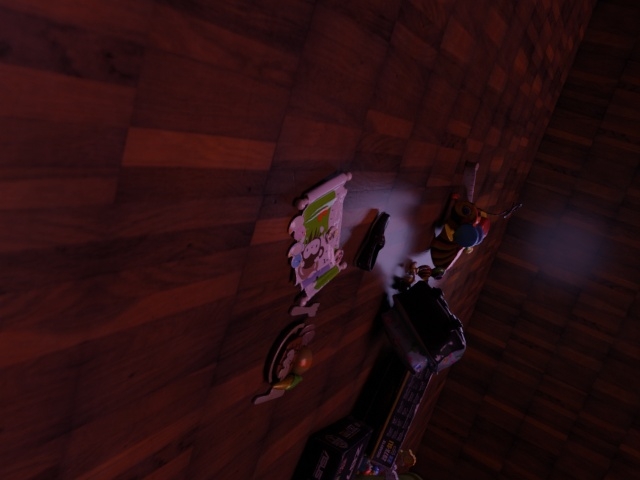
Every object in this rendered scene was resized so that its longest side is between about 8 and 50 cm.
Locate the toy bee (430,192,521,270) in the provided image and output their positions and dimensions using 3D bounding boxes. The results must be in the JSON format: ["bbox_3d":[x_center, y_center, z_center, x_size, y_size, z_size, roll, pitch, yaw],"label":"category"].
[{"bbox_3d":[0.429,-0.055,1.670,0.298,0.162,0.195,-40,164,2],"label":"toy bee"}]

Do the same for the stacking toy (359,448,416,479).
[{"bbox_3d":[0.164,0.687,1.693,0.167,0.221,0.052,7,76,-64],"label":"stacking toy"}]

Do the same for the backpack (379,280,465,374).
[{"bbox_3d":[0.280,0.248,1.493,0.191,0.225,0.253,-32,157,5],"label":"backpack"}]

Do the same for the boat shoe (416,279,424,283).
[{"bbox_3d":[0.285,0.186,1.671,0.045,0.050,0.136,-9,120,-69],"label":"boat shoe"}]

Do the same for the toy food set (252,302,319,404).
[{"bbox_3d":[-0.047,0.207,0.986,0.132,0.038,0.192,11,102,-66],"label":"toy food set"}]

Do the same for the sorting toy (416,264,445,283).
[{"bbox_3d":[0.327,0.107,1.643,0.061,0.101,0.042,-50,-143,46],"label":"sorting toy"}]

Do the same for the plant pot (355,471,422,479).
[{"bbox_3d":[0.158,0.834,1.695,0.276,0.253,0.276,-50,-152,39],"label":"plant pot"}]

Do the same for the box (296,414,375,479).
[{"bbox_3d":[-0.003,0.684,1.463,0.395,0.097,0.318,-67,161,1],"label":"box"}]

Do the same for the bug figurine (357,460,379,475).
[{"bbox_3d":[0.165,0.907,2.067,0.217,0.072,0.279,-67,157,1],"label":"bug figurine"}]

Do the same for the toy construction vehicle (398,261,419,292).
[{"bbox_3d":[0.256,0.114,1.557,0.085,0.035,0.098,-21,130,-59],"label":"toy construction vehicle"}]

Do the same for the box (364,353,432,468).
[{"bbox_3d":[0.225,0.499,1.686,0.257,0.079,0.322,108,8,-82],"label":"box"}]

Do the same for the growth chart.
[{"bbox_3d":[0.000,0.000,0.918,0.172,0.021,0.238,-43,147,-41],"label":"growth chart"}]

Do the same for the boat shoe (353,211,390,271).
[{"bbox_3d":[0.116,0.003,1.146,0.133,0.042,0.049,-63,155,-12],"label":"boat shoe"}]

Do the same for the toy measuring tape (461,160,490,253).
[{"bbox_3d":[0.490,-0.109,1.775,0.121,0.121,0.331,-39,135,-47],"label":"toy measuring tape"}]
